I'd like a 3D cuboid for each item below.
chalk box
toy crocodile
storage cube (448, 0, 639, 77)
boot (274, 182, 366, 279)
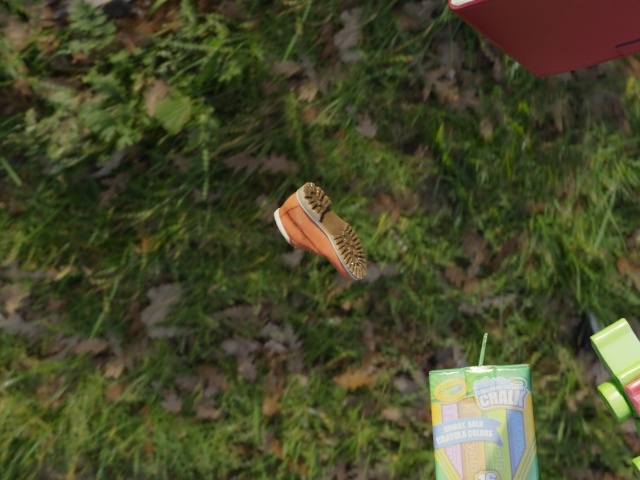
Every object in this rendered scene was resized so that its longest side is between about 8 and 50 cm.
[{"bbox_3d":[0.205,0.229,1.559,0.132,0.132,0.213,-5,73,6],"label":"chalk box"},{"bbox_3d":[0.511,0.279,1.838,0.115,0.105,0.341,-26,93,0],"label":"toy crocodile"},{"bbox_3d":[0.206,-0.255,0.946,0.214,0.193,0.184,-13,76,27],"label":"storage cube"},{"bbox_3d":[0.000,0.000,1.759,0.084,0.059,0.158,-34,94,34],"label":"boot"}]
